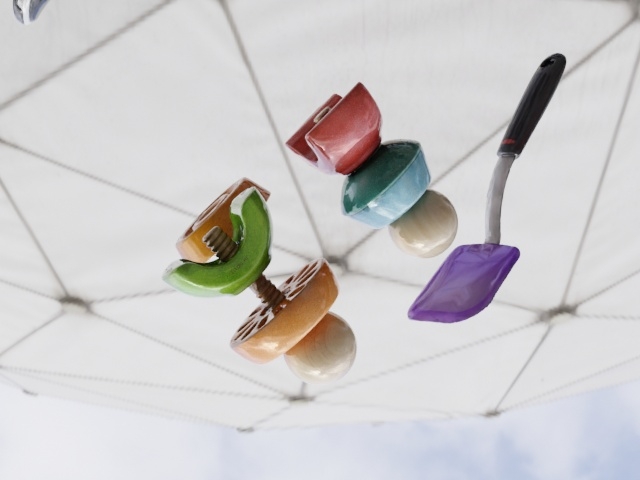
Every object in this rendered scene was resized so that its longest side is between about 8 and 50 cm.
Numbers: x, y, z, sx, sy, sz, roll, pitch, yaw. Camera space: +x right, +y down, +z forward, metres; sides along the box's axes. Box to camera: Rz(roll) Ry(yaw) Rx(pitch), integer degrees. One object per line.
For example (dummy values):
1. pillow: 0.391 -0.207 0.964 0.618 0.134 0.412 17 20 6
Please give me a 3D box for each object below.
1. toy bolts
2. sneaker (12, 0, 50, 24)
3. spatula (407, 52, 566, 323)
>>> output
1. toy bolts: 0.000 0.000 0.876 0.228 0.218 0.158 -45 -79 -4
2. sneaker: -0.294 -0.359 1.276 0.097 0.084 0.235 30 -85 -13
3. spatula: 0.165 -0.051 0.927 0.084 0.030 0.296 2 -119 49
